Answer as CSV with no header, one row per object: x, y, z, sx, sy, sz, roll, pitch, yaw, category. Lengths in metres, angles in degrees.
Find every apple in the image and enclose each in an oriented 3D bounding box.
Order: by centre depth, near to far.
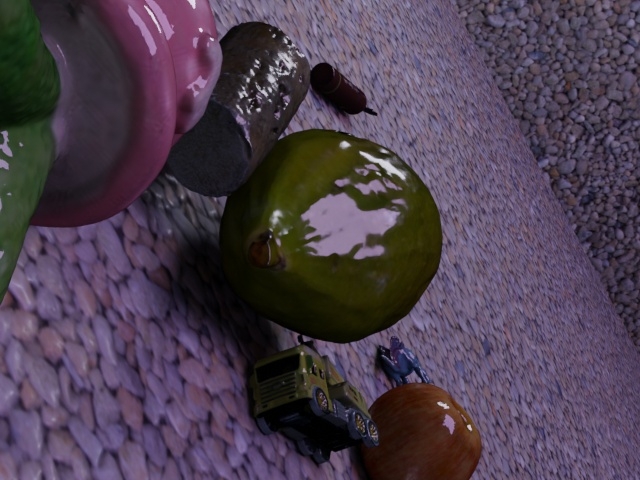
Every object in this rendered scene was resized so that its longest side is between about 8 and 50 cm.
0.117,0.237,1.480,0.146,0.131,0.146,51,20,-26,apple

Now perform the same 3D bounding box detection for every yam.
-0.084,-0.130,1.252,0.107,0.107,0.194,58,31,-22,yam

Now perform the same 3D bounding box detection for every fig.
0.004,-0.021,1.291,0.314,0.233,0.233,65,9,-64,fig

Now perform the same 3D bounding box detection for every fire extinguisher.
0.034,-0.231,1.976,0.064,0.043,0.158,27,-2,29,fire extinguisher

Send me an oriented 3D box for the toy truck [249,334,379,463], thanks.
-0.006,0.162,1.319,0.169,0.077,0.100,40,34,-51,toy truck

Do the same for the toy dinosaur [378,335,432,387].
0.109,0.166,1.688,0.080,0.045,0.197,55,9,10,toy dinosaur

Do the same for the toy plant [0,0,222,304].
-0.205,-0.123,0.873,0.356,0.211,0.317,-44,150,-60,toy plant
